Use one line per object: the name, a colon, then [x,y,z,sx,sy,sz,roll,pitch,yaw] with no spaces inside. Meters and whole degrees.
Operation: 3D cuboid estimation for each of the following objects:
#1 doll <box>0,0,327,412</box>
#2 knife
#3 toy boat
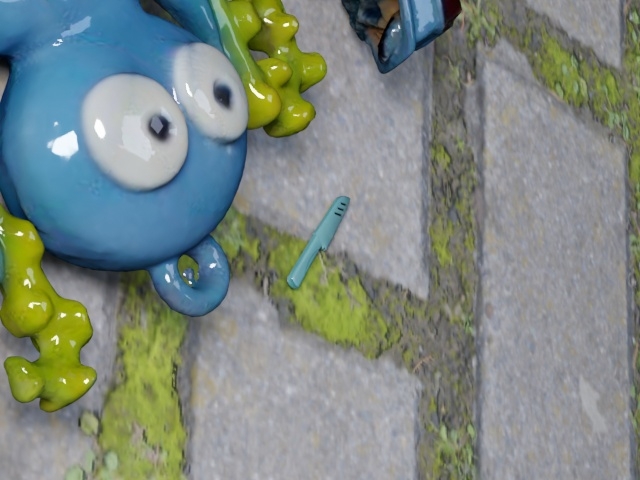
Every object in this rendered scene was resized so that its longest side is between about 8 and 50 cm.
doll: [-0.111,-0.121,0.912,0.346,0.099,0.341,-35,108,-52]
knife: [0.000,0.000,1.105,0.014,0.005,0.091,56,40,-24]
toy boat: [0.010,-0.211,1.127,0.097,0.100,0.223,-19,89,-19]
